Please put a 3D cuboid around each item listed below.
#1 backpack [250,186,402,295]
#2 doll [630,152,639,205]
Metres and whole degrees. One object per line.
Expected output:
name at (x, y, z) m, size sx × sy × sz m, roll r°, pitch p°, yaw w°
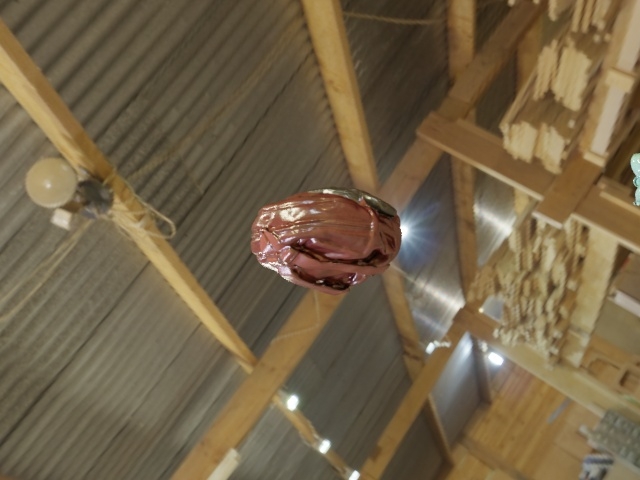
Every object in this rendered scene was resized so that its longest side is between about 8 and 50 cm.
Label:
backpack at (0.000, -0.003, 1.107) m, size 0.229 × 0.229 × 0.139 m, roll 36°, pitch -127°, yaw -65°
doll at (0.613, -0.113, 1.255) m, size 0.059 × 0.158 × 0.159 m, roll -25°, pitch -36°, yaw -61°
